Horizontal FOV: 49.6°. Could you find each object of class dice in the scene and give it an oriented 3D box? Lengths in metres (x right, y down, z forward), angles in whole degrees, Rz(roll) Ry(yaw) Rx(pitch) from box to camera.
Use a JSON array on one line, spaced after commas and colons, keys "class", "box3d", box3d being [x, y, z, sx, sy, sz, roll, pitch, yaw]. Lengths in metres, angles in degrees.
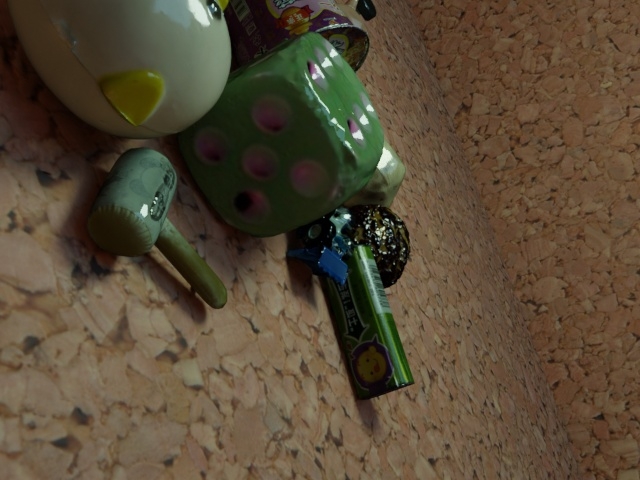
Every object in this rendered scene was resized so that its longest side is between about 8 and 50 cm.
[{"class": "dice", "box3d": [-0.072, -0.217, 1.424, 0.318, 0.330, 0.322, 58, 24, -18]}]

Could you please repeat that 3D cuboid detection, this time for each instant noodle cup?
[{"class": "instant noodle cup", "box3d": [-0.083, -0.509, 1.719, 0.266, 0.340, 0.340, 61, 23, 16]}]

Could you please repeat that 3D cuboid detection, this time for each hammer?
[{"class": "hammer", "box3d": [-0.248, 0.004, 1.157, 0.305, 0.113, 0.202, 54, 29, -33]}]

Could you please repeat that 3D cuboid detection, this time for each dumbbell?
[{"class": "dumbbell", "box3d": [0.091, -0.773, 2.406, 0.100, 0.191, 0.100, 43, 32, -36]}]

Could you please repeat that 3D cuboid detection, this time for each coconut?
[{"class": "coconut", "box3d": [0.134, -0.182, 1.933, 0.224, 0.224, 0.224, 44, 32, -37]}]

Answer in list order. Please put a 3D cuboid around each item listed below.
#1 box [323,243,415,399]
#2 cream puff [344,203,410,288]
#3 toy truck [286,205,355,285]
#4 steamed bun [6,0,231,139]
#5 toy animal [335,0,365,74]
[{"class": "box", "box3d": [0.106, 0.188, 1.627, 0.097, 0.134, 0.345, 13, 55, -59]}, {"class": "cream puff", "box3d": [0.141, 0.011, 1.820, 0.239, 0.165, 0.239, 42, 36, -41]}, {"class": "toy truck", "box3d": [0.000, 0.000, 1.598, 0.113, 0.126, 0.208, 40, 42, -43]}, {"class": "steamed bun", "box3d": [-0.312, -0.344, 1.103, 0.374, 0.334, 0.334, 55, 26, -10]}, {"class": "toy animal", "box3d": [0.063, -0.661, 2.256, 0.213, 0.195, 0.256, 62, 21, -24]}]
